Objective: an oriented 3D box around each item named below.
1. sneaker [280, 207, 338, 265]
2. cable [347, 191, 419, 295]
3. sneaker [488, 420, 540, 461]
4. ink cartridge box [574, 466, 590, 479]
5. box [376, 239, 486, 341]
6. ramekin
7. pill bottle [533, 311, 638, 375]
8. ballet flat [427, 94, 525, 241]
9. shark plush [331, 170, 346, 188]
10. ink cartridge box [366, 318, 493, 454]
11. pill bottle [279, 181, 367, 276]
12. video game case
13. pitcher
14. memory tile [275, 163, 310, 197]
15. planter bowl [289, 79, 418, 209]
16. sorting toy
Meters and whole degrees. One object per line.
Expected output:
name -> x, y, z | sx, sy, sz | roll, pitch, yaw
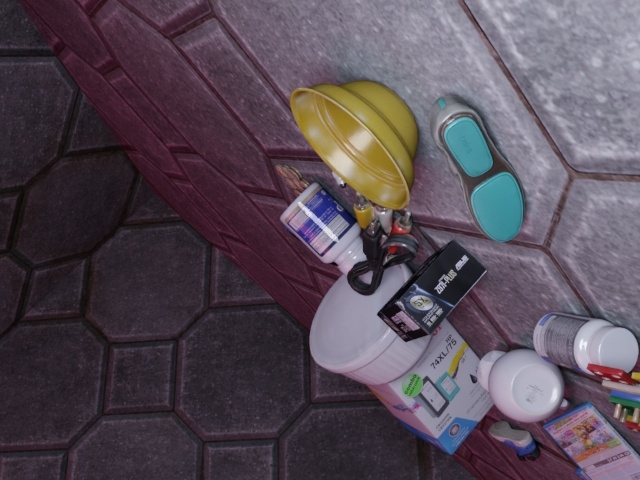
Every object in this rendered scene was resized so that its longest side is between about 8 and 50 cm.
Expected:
sneaker -> 0.000, 0.000, 1.695 | 0.232, 0.081, 0.090 | 33, 156, 38
cable -> 0.118, 0.021, 1.361 | 0.139, 0.072, 0.287 | 27, 153, 16
sneaker -> 0.487, 0.507, 1.839 | 0.085, 0.058, 0.152 | 56, 158, -13
ink cartridge box -> 0.575, 0.461, 1.413 | 0.104, 0.061, 0.181 | 42, 166, 11
box -> 0.185, 0.091, 1.261 | 0.077, 0.147, 0.180 | 44, 168, 4
ramekin -> 0.115, 0.171, 1.507 | 0.127, 0.273, 0.273 | 37, 172, -27
pill bottle -> 0.367, 0.144, 1.022 | 0.078, 0.078, 0.137 | 48, 167, -14
ballet flat -> 0.192, -0.089, 0.894 | 0.213, 0.072, 0.068 | 55, -169, -36
shark plush -> 0.023, -0.149, 1.226 | 0.161, 0.073, 0.067 | 38, -163, 7
ink cartridge box -> 0.228, 0.299, 1.662 | 0.270, 0.198, 0.197 | 49, 165, -19
pill bottle -> 0.018, -0.019, 1.511 | 0.186, 0.112, 0.112 | 45, 167, -1
video game case -> 0.502, 0.379, 1.335 | 0.166, 0.015, 0.119 | 48, 138, 6
pitcher -> 0.381, 0.265, 1.314 | 0.177, 0.125, 0.207 | 23, 176, 4
memory tile -> -0.039, -0.110, 1.626 | 0.148, 0.012, 0.113 | 51, 166, -25
planter bowl -> 0.066, -0.149, 0.997 | 0.217, 0.090, 0.217 | 42, 168, 11
sorting toy -> 0.445, 0.227, 0.952 | 0.132, 0.046, 0.274 | 6, 160, 44
